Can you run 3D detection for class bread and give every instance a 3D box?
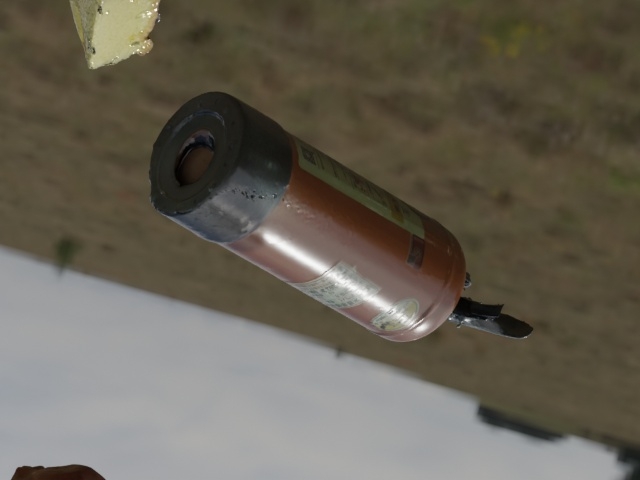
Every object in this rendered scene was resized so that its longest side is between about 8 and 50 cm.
[{"bbox_3d":[-0.189,-0.207,1.867,0.084,0.109,0.080,-28,-147,-26],"label":"bread"}]

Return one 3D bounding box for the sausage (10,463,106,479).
[{"bbox_3d":[-0.192,0.297,1.581,0.148,0.254,0.148,-23,169,-5],"label":"sausage"}]

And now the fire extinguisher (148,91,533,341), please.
[{"bbox_3d":[0.007,-0.009,1.691,0.376,0.113,0.200,30,-177,-38],"label":"fire extinguisher"}]
